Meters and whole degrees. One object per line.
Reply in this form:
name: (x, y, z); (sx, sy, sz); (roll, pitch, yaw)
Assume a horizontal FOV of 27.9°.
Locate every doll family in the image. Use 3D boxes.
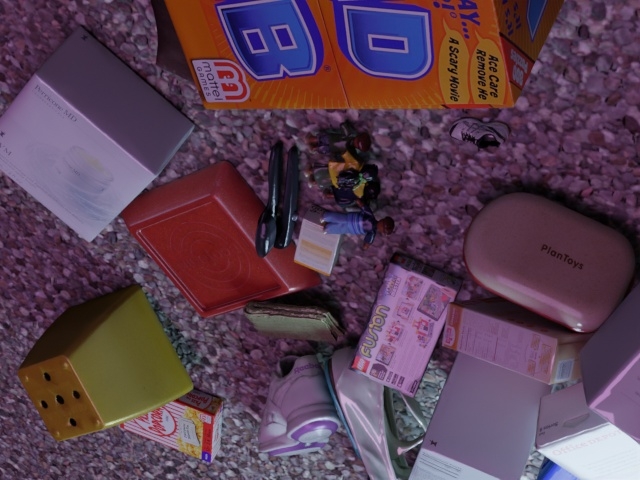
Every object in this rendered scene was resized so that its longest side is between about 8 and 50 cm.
doll family: (0.045, -0.075, 1.828); (0.111, 0.076, 0.193); (0, 135, 22)

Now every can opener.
can opener: (-0.057, -0.061, 1.905); (0.059, 0.073, 0.186); (11, 123, -3)

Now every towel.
towel: (-0.042, 0.130, 2.063); (0.148, 0.027, 0.110); (1, 154, 17)

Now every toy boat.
toy boat: (0.305, 0.034, 1.759); (0.231, 0.151, 0.151); (26, 166, 5)

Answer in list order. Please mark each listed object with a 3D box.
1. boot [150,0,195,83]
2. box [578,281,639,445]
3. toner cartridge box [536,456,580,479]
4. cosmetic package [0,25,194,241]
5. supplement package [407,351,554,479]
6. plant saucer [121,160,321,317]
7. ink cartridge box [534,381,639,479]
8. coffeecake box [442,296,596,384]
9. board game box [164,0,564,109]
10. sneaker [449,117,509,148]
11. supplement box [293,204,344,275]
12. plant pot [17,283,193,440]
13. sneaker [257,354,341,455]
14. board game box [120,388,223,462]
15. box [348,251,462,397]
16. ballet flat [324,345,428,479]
boot: (-0.207, -0.313, 1.723); (0.248, 0.090, 0.207); (23, 135, 2)
box: (0.511, 0.108, 1.576); (0.215, 0.168, 0.345); (36, 110, -6)
toner cartridge box: (0.469, 0.302, 1.943); (0.165, 0.075, 0.348); (28, 137, 3)
cosmetic package: (-0.351, -0.154, 1.917); (0.224, 0.138, 0.224); (40, 135, -11)
supplement package: (0.238, 0.283, 1.925); (0.149, 0.194, 0.203); (22, 155, 7)
plant saucer: (-0.169, 0.017, 2.043); (0.258, 0.048, 0.259); (-18, 120, 39)
ink cartridge box: (0.426, 0.281, 1.795); (0.212, 0.093, 0.154); (33, 138, -26)
coffeecake box: (0.287, 0.135, 1.792); (0.185, 0.142, 0.068); (18, 105, 42)
board game box: (0.050, -0.380, 1.328); (0.356, 0.356, 0.356); (3, 131, 26)
sneaker: (0.206, -0.140, 1.702); (0.083, 0.037, 0.032); (3, 133, 28)
supplement box: (0.000, 0.000, 1.942); (0.062, 0.036, 0.098); (23, 137, 8)
plant pot: (-0.388, 0.228, 2.216); (0.212, 0.187, 0.212); (-19, 101, 39)
sneaker: (-0.039, 0.281, 2.190); (0.114, 0.152, 0.305); (-5, 162, -19)
board game box: (-0.277, 0.321, 2.384); (0.193, 0.045, 0.147); (19, 136, 12)
box: (0.127, 0.130, 1.952); (0.114, 0.036, 0.207); (24, 119, 7)
ballet flat: (0.122, 0.355, 2.074); (0.139, 0.139, 0.400); (-12, 100, 36)
